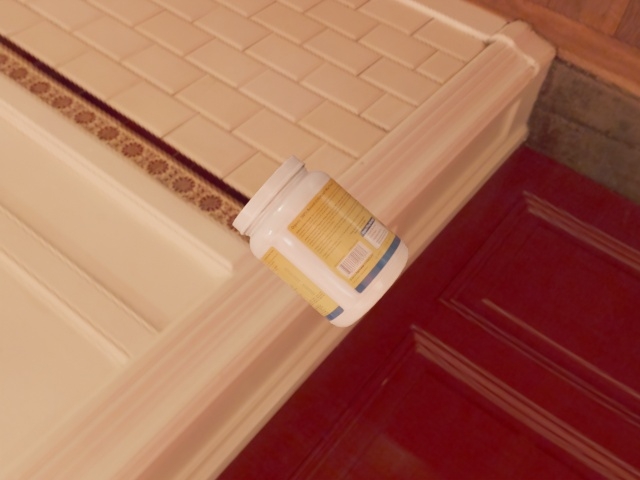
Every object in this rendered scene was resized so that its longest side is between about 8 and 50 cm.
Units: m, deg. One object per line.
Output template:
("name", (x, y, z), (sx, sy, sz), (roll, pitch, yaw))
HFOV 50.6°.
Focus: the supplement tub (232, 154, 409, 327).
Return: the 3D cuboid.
("supplement tub", (0.000, 0.000, 0.883), (0.199, 0.144, 0.144), (42, 148, -3))
